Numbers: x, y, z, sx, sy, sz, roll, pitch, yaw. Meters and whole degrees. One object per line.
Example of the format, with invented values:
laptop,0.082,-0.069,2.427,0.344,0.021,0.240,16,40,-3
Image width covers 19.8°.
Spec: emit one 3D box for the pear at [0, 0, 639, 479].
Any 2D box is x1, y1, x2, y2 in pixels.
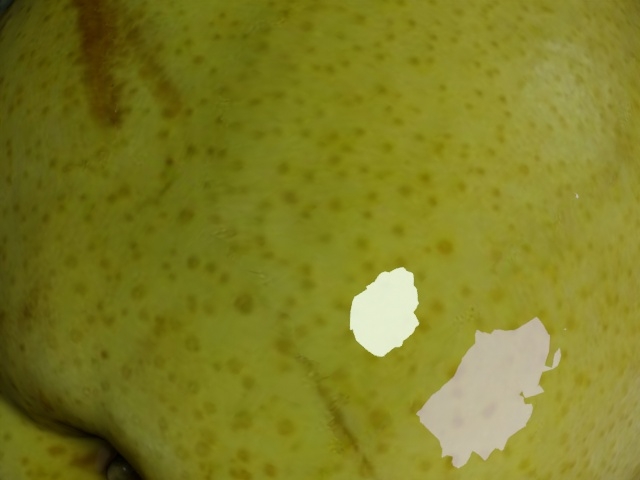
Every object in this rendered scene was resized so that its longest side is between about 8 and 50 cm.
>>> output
pear,0.000,0.000,0.689,0.314,0.314,0.314,-47,155,-30
